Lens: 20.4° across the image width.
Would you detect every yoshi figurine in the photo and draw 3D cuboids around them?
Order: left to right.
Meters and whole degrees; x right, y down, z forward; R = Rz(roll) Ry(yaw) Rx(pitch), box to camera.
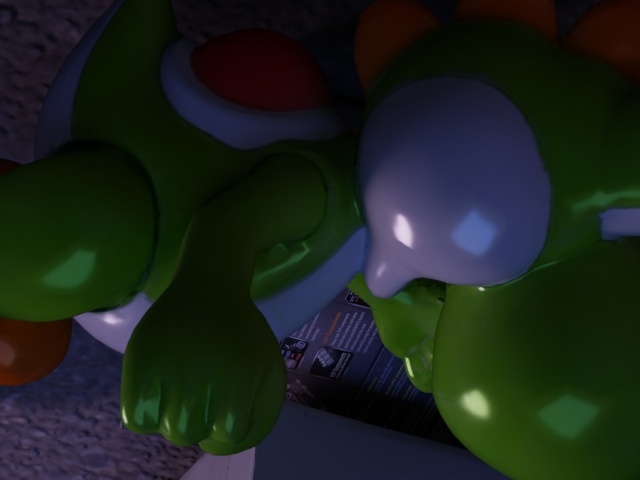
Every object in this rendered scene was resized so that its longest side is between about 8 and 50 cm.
[{"bbox_3d":[0.001,0.027,0.699,0.362,0.204,0.203,-7,137,17],"label":"yoshi figurine"}]

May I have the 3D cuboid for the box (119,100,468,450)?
[{"bbox_3d":[0.012,0.033,0.890,0.183,0.056,0.231,14,139,-9],"label":"box"}]

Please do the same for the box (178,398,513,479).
[{"bbox_3d":[0.001,0.239,0.992,0.215,0.168,0.345,16,152,-15],"label":"box"}]
